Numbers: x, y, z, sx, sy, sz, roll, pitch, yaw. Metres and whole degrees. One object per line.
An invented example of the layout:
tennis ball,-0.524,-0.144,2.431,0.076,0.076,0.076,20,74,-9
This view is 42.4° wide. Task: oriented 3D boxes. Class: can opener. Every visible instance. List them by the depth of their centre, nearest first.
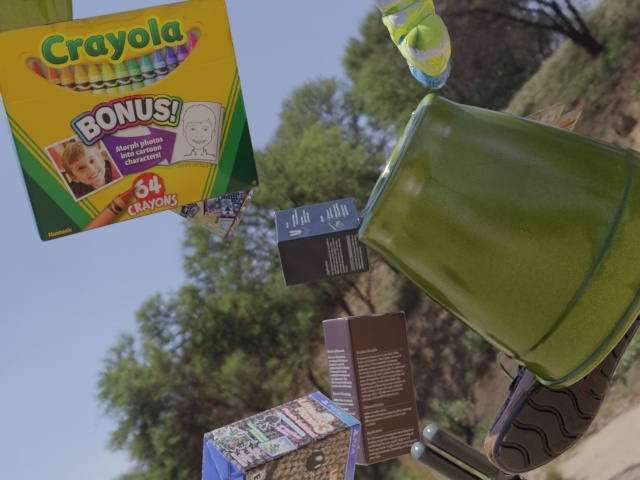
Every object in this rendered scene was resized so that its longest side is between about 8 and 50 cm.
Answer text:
can opener,0.271,0.408,1.479,0.076,0.283,0.095,-55,23,0

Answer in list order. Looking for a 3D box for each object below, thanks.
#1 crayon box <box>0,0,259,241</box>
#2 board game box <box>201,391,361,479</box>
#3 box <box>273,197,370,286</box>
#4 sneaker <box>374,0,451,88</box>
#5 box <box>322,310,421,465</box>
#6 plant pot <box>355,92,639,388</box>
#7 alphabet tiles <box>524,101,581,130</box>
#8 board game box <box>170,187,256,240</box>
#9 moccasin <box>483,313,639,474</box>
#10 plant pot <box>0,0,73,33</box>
crayon box,-0.305,-0.200,1.308,0.363,0.313,0.106,-17,19,-20
board game box,-0.082,0.473,1.663,0.291,0.141,0.232,-13,-61,-38
box,0.000,0.000,1.521,0.158,0.093,0.156,-10,23,-1
sneaker,0.144,-0.331,1.289,0.091,0.240,0.126,-16,-34,7
box,0.136,0.387,2.199,0.191,0.381,0.143,-3,-5,-32
plant pot,0.254,-0.032,1.185,0.366,0.353,0.366,-63,1,2
alphabet tiles,0.405,-0.171,1.769,0.285,0.011,0.342,-22,-23,-9
board game box,-0.319,-0.125,2.285,0.165,0.243,0.042,-62,-19,0
moccasin,0.382,0.210,1.343,0.380,0.139,0.147,-57,16,-17
plant pot,-0.562,-0.501,1.468,0.275,0.275,0.293,-35,-51,-26
